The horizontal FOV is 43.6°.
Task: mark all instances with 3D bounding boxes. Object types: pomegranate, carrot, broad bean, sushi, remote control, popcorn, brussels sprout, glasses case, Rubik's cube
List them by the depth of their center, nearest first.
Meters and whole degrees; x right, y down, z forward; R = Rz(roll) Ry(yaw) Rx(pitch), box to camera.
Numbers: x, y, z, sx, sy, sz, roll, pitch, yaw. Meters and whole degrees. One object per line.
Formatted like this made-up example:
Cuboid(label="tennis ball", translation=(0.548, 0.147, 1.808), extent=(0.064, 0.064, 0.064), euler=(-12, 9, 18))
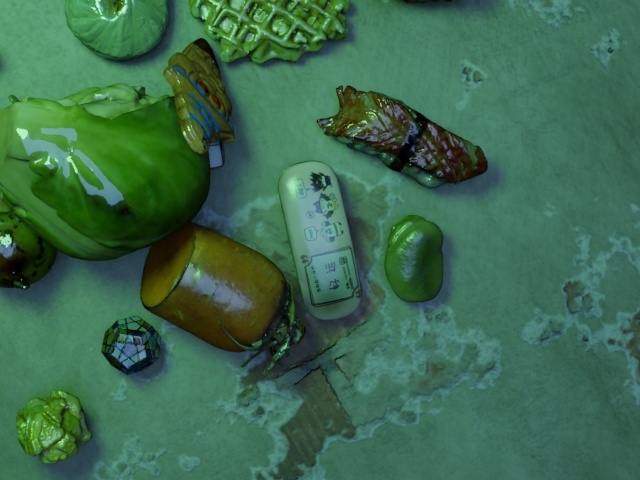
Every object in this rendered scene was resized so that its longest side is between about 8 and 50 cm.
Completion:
Cuboid(label="brussels sprout", translation=(-0.372, -0.120, 1.376), extent=(0.371, 0.276, 0.314), euler=(-2, 92, -36))
Cuboid(label="pomegranate", translation=(-0.563, -0.015, 1.435), extent=(0.156, 0.156, 0.220), euler=(-19, 92, -8))
Cuboid(label="popcorn", translation=(-0.490, 0.342, 1.471), extent=(0.126, 0.145, 0.125), euler=(-27, 92, -14))
Cuboid(label="carrot", translation=(-0.166, 0.103, 1.477), extent=(0.331, 0.214, 0.193), euler=(30, 91, -13))
Cuboid(label="Rubik's cube", translation=(-0.356, 0.197, 1.508), extent=(0.111, 0.111, 0.093), euler=(10, 119, -10))
Cuboid(label="remote control", translation=(-0.222, -0.243, 1.535), extent=(0.059, 0.028, 0.212), euler=(-6, 94, -5))
Cuboid(label="sushi", translation=(0.162, -0.193, 1.558), extent=(0.332, 0.130, 0.124), euler=(27, 84, -15))
Cuboid(label="glasses case", translation=(0.000, 0.000, 1.562), extent=(0.122, 0.075, 0.314), euler=(-12, 96, -5))
Cuboid(label="broad bean", translation=(0.189, 0.037, 1.592), extent=(0.125, 0.082, 0.174), euler=(3, 92, -11))

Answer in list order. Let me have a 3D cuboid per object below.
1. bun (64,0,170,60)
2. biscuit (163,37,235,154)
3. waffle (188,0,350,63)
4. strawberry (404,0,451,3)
Cuboid(label="bun", translation=(-0.367, -0.430, 1.455), extent=(0.196, 0.118, 0.195), euler=(0, 90, -9))
Cuboid(label="biscuit", translation=(-0.209, -0.265, 1.428), extent=(0.043, 0.280, 0.183), euler=(-19, 139, 23))
Cuboid(label="waffle", translation=(-0.094, -0.485, 1.517), extent=(0.317, 0.073, 0.297), euler=(-12, 95, -8))
Cuboid(label="strawberry", translation=(0.168, -0.584, 1.522), extent=(0.254, 0.150, 0.280), euler=(-11, 93, -29))
